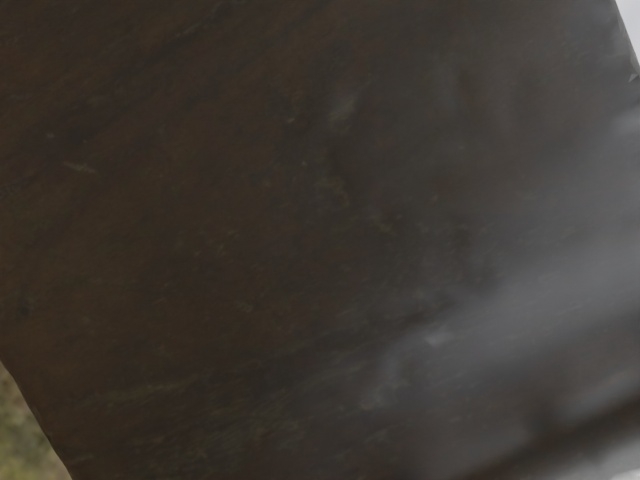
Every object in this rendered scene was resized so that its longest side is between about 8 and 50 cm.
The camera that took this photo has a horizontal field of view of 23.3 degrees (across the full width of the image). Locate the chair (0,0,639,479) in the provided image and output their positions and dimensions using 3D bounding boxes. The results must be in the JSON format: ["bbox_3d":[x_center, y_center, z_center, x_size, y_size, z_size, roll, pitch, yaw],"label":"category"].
[{"bbox_3d":[0.000,0.000,0.416,0.203,0.241,0.416,-25,-176,8],"label":"chair"}]
